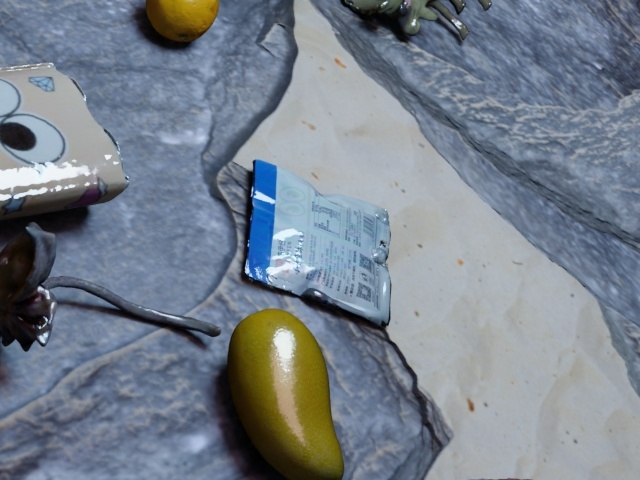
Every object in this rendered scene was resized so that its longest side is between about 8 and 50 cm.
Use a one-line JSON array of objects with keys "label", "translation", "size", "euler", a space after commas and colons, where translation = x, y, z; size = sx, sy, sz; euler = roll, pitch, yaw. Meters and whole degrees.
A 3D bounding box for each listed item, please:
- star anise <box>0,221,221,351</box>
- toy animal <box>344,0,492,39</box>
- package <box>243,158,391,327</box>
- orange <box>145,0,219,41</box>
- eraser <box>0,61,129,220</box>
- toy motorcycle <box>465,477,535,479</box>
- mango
[{"label": "star anise", "translation": [-0.214, 0.031, 1.589], "size": [0.218, 0.148, 0.227], "euler": [50, 33, 8]}, {"label": "toy animal", "translation": [0.118, -0.322, 2.180], "size": [0.186, 0.094, 0.214], "euler": [27, 34, -18]}, {"label": "package", "translation": [0.000, 0.000, 1.835], "size": [0.173, 0.027, 0.171], "euler": [20, 47, -18]}, {"label": "orange", "translation": [-0.154, -0.261, 1.930], "size": [0.083, 0.083, 0.083], "euler": [19, 44, -19]}, {"label": "eraser", "translation": [-0.341, -0.080, 1.624], "size": [0.290, 0.087, 0.171], "euler": [-12, 55, -41]}, {"label": "toy motorcycle", "translation": [0.098, 0.329, 1.521], "size": [0.319, 0.241, 0.182], "euler": [-15, 102, -49]}, {"label": "mango", "translation": [-0.034, 0.151, 1.629], "size": [0.102, 0.085, 0.184], "euler": [2, 61, -39]}]
